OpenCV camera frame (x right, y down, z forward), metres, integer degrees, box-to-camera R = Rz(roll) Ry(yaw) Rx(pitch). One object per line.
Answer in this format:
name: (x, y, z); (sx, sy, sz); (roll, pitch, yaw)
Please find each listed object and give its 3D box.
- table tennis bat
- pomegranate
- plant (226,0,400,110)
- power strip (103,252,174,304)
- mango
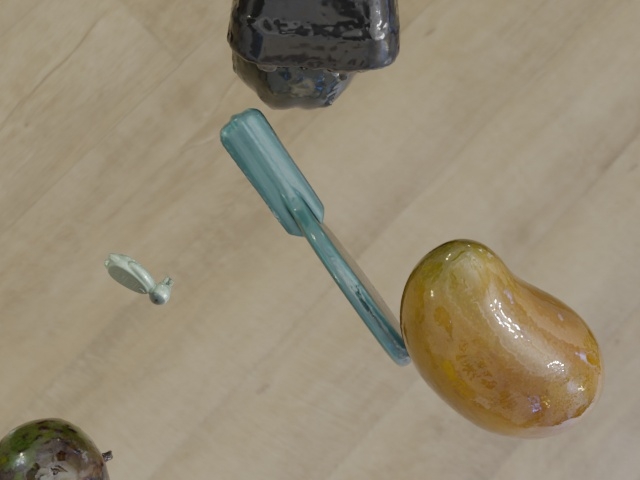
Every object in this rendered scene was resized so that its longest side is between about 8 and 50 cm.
table tennis bat: (0.000, 0.000, 0.841); (0.033, 0.124, 0.201); (-35, 96, 1)
pomegranate: (-0.296, 0.250, 1.298); (0.169, 0.148, 0.148); (2, 86, -23)
plant: (-0.002, -0.217, 1.049); (0.142, 0.256, 0.164); (5, 53, -7)
power strip: (-0.201, 0.038, 1.421); (0.083, 0.055, 0.035); (35, 60, -7)
mango: (0.108, 0.065, 0.777); (0.184, 0.102, 0.085); (40, 33, -45)
